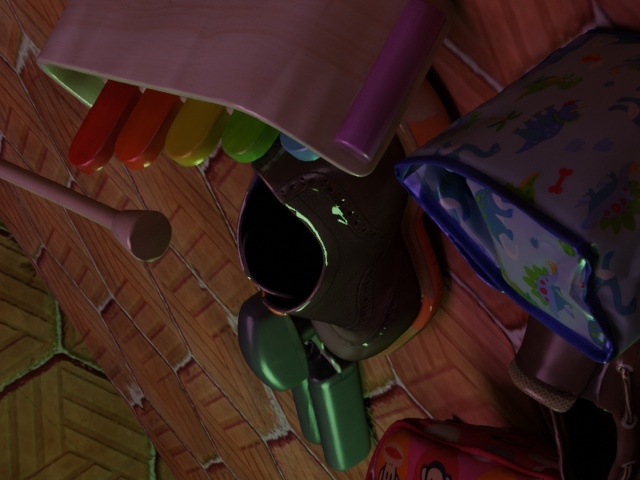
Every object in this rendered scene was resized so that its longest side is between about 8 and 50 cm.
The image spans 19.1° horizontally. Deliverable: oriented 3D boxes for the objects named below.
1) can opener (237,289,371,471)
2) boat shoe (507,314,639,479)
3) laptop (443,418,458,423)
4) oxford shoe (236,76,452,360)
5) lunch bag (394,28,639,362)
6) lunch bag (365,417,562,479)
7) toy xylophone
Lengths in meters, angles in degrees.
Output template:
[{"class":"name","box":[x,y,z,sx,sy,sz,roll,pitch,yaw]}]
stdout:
[{"class":"can opener","box":[-0.020,0.116,1.628,0.076,0.095,0.283,46,161,33]},{"class":"boat shoe","box":[0.150,0.056,1.026,0.095,0.095,0.257,38,155,48]},{"class":"laptop","box":[0.236,0.397,1.446,0.382,0.236,0.408,-129,42,-57]},{"class":"oxford shoe","box":[0.000,0.000,1.280,0.130,0.133,0.363,49,162,22]},{"class":"lunch bag","box":[0.125,-0.033,0.871,0.151,0.129,0.096,39,156,45]},{"class":"lunch bag","box":[0.117,0.262,1.256,0.293,0.120,0.258,-166,86,-66]},{"class":"toy xylophone","box":[-0.078,-0.102,1.139,0.081,0.236,0.323,35,177,-37]}]
